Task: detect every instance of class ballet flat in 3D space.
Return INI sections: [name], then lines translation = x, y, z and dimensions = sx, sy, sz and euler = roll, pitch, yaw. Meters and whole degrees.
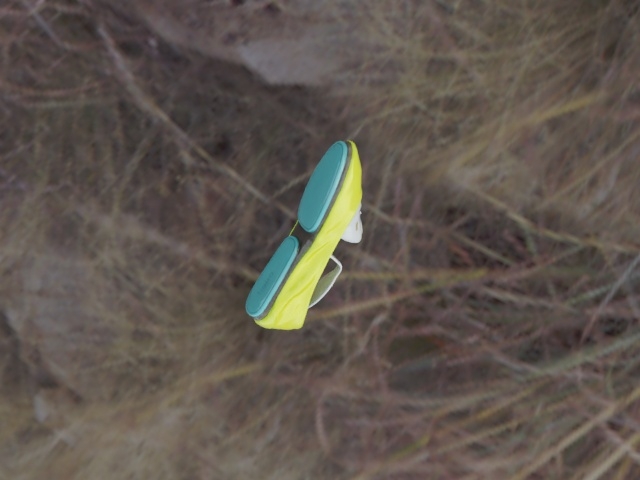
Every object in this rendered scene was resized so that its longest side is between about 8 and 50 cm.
[ballet flat]
translation = 0.000, 0.000, 1.532
dimensions = 0.077, 0.077, 0.231
euler = 22, 105, -26
